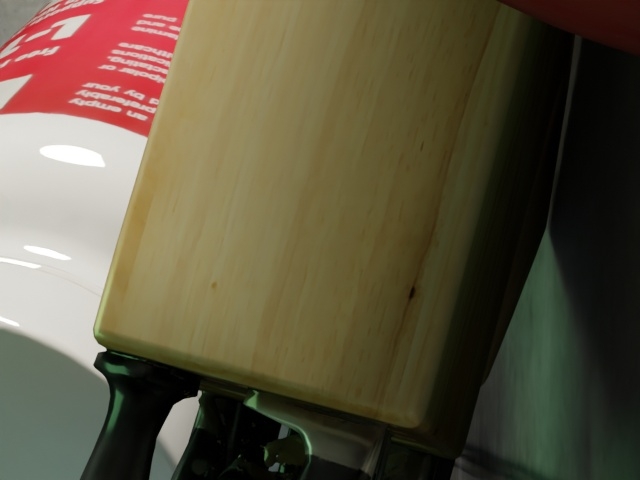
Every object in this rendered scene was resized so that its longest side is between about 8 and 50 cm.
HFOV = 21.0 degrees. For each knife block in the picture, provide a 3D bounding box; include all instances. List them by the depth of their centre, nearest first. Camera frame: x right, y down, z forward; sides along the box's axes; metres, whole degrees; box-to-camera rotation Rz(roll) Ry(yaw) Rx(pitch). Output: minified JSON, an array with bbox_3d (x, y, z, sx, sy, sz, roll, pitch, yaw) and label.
[{"bbox_3d":[0.000,0.000,0.446,0.242,0.088,0.276,-61,-20,-51],"label":"knife block"}]

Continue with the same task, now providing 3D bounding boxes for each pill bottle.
[{"bbox_3d":[-0.100,0.021,0.815,0.408,0.229,0.229,-70,-15,-65],"label":"pill bottle"}]

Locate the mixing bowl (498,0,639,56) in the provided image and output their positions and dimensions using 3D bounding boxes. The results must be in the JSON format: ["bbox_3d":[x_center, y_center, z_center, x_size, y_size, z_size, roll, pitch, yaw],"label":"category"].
[{"bbox_3d":[0.045,-0.118,0.323,0.181,0.098,0.182,-178,90,-87],"label":"mixing bowl"}]
